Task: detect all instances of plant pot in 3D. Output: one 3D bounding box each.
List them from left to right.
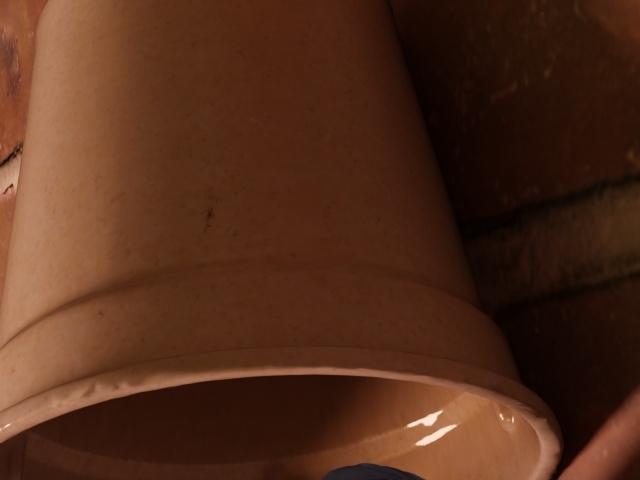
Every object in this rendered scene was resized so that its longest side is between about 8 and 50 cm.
[{"bbox_3d":[-0.049,0.001,0.958,0.334,0.334,0.305,126,144,-55],"label":"plant pot"}]

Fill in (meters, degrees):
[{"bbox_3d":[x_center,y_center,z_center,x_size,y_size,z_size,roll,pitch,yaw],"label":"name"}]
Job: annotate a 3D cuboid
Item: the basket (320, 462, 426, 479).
[{"bbox_3d":[0.017,0.216,0.833,0.289,0.255,0.201,21,78,43],"label":"basket"}]
